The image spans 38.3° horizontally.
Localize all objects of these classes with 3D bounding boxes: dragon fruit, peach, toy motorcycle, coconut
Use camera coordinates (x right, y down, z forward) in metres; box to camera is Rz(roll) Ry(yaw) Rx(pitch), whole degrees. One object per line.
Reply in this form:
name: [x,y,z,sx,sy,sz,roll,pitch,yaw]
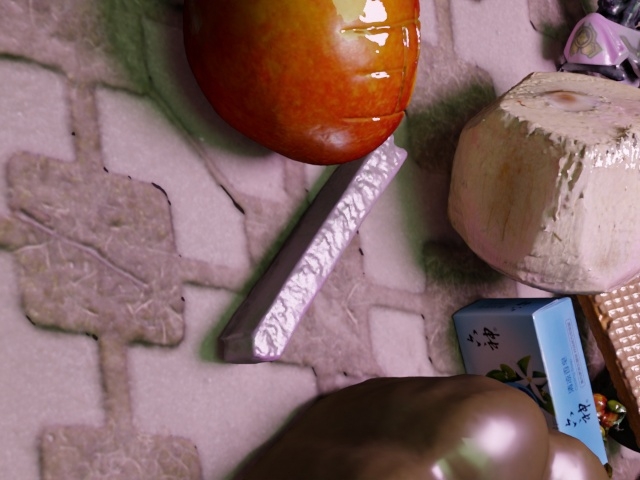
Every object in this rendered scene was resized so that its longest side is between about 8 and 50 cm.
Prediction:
dragon fruit: [0.359,0.287,1.302,0.142,0.175,0.138,42,48,8]
peach: [-0.023,-0.213,0.989,0.245,0.248,0.275,-5,104,-3]
toy motorcycle: [0.467,-0.253,1.407,0.188,0.143,0.327,-43,126,-22]
coconut: [0.311,-0.064,1.180,0.297,0.297,0.254,-16,124,-36]

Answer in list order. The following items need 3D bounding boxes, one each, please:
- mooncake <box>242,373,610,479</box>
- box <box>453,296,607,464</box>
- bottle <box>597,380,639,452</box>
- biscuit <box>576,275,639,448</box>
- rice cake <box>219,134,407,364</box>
mooncake: [0.120,0.383,1.018,0.467,0.262,0.467,3,86,-38]
box: [0.275,0.194,1.216,0.083,0.142,0.232,-20,99,-35]
bottle: [0.541,0.197,1.413,0.271,0.143,0.156,-46,138,-31]
biscuit: [0.437,0.135,1.304,0.094,0.054,0.379,-14,70,-9]
rice cake: [0.000,0.000,1.078,0.056,0.072,0.365,46,60,-22]
